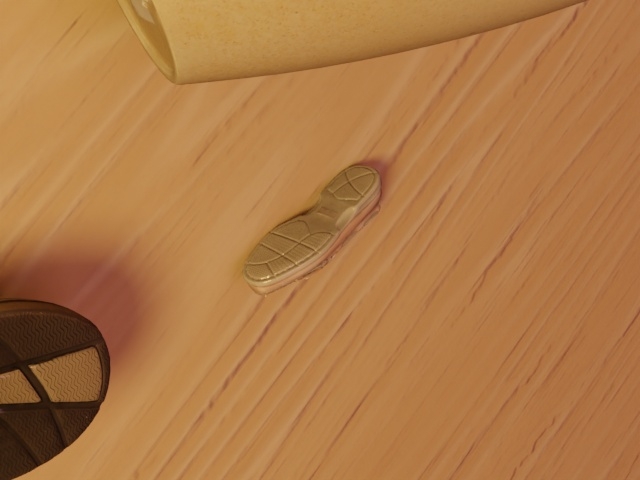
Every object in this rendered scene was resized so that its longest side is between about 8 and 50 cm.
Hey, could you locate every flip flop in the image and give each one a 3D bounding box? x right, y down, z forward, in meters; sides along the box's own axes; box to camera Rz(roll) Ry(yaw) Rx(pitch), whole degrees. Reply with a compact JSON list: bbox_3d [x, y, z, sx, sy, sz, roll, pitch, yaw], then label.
[{"bbox_3d":[-0.246,0.085,0.661,0.277,0.080,0.112,-15,124,-21],"label":"flip flop"}]

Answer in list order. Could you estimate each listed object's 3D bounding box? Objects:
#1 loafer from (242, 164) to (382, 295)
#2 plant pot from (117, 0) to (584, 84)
[{"bbox_3d":[0.000,0.000,0.869,0.125,0.045,0.039,-43,139,-24],"label":"loafer"},{"bbox_3d":[0.015,-0.200,0.675,0.274,0.256,0.256,-28,128,-10],"label":"plant pot"}]
